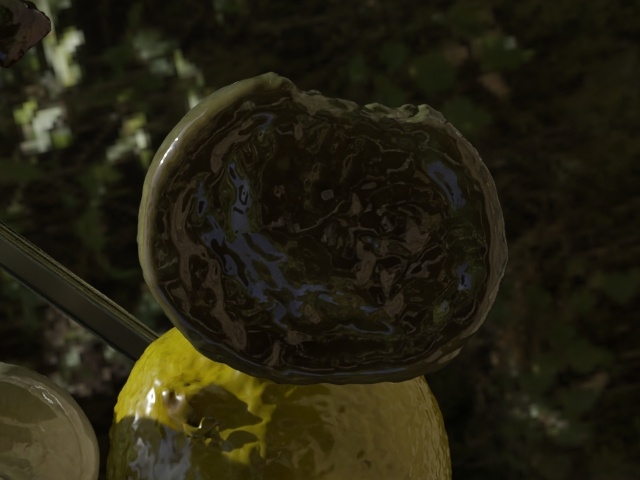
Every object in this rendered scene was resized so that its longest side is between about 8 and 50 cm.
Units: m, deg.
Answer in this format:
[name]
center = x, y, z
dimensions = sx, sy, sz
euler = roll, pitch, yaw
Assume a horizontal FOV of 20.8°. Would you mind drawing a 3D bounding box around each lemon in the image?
[lemon]
center = -0.025, 0.179, 1.341
dimensions = 0.322, 0.268, 0.268
euler = 51, -157, -58

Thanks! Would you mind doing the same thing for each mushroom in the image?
[mushroom]
center = -0.351, 0.243, 1.784
dimensions = 0.246, 0.246, 0.202
euler = 79, -166, -44

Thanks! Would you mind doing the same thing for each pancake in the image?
[pancake]
center = 0.000, 0.001, 1.112
dimensions = 0.222, 0.236, 0.042
euler = -57, 7, 17

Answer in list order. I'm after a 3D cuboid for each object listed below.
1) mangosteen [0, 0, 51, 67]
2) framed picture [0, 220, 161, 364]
[mangosteen]
center = -0.228, -0.221, 0.983
dimensions = 0.228, 0.228, 0.265
euler = -118, 4, -85
[framed picture]
center = -0.246, 0.045, 1.648
dimensions = 0.252, 0.014, 0.197
euler = 36, 165, -5
